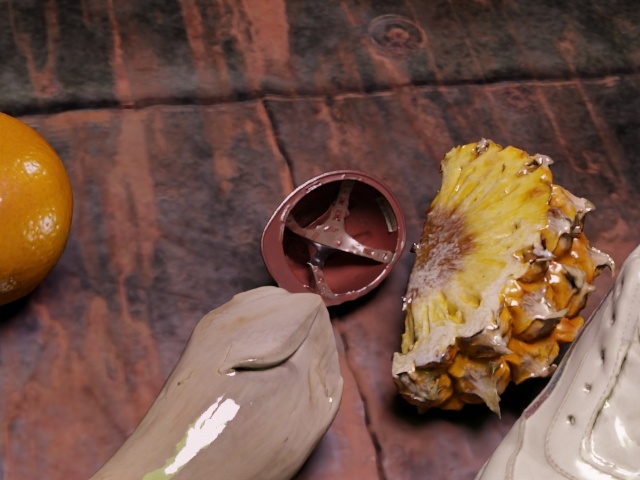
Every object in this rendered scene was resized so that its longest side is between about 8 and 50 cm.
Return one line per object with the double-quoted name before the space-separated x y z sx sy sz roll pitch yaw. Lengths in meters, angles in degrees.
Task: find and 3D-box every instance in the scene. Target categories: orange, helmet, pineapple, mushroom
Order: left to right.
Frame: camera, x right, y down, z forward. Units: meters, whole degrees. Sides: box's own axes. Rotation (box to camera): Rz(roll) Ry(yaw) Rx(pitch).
"orange" -0.243 -0.020 0.973 0.156 0.124 0.156 12 29 -7
"mushroom" -0.065 0.118 0.886 0.108 0.096 0.247 43 54 -1
"helmet" 0.000 0.000 1.032 0.111 0.057 0.089 -29 98 -22
"pineapple" 0.134 0.015 0.992 0.135 0.079 0.233 -20 38 34

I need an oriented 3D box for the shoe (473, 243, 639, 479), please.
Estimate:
"shoe" 0.191 0.092 0.865 0.132 0.210 0.342 29 49 19
